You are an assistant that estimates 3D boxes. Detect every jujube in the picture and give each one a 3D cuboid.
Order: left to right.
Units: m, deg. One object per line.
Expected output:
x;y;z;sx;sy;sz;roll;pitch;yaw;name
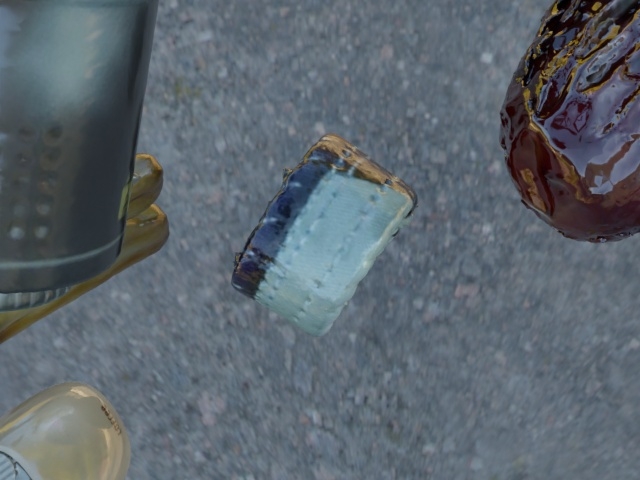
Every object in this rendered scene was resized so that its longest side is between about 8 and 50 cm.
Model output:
0.330;-0.164;1.243;0.376;0.258;0.258;-39;74;-17;jujube

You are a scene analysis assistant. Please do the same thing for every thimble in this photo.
0.000;0.000;1.488;0.150;0.237;0.237;35;76;4;thimble

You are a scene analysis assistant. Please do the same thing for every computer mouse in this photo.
-0.296;0.246;1.328;0.236;0.082;0.145;-36;101;-43;computer mouse

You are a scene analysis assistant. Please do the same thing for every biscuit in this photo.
-0.315;0.012;1.518;0.290;0.237;0.062;-31;71;-14;biscuit

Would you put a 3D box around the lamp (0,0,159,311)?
-0.204;-0.092;0.810;0.374;0.272;0.205;-13;27;-9;lamp
